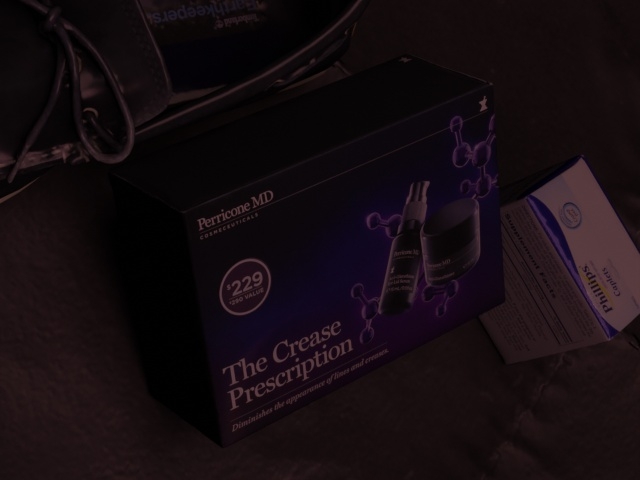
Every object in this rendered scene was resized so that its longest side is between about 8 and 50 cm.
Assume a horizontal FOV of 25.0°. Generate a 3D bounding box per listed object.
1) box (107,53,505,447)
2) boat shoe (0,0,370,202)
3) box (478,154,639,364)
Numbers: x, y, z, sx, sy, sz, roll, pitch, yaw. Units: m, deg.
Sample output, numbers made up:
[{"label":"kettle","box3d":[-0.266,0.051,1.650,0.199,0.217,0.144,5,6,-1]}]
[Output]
[{"label":"box","box3d":[0.000,0.000,1.010,0.261,0.103,0.184,-25,120,-30]},{"label":"boat shoe","box3d":[-0.174,-0.133,0.964,0.500,0.156,0.186,-19,90,-28]},{"label":"box","box3d":[0.173,0.018,1.118,0.072,0.137,0.126,-34,95,-30]}]
